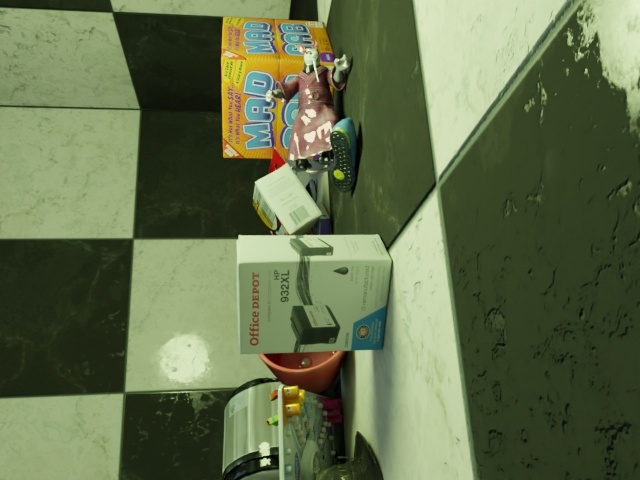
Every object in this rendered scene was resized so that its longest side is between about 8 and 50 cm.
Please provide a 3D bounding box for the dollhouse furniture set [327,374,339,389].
[{"bbox_3d":[-0.016,0.394,1.863,0.144,0.123,0.151,102,166,-57],"label":"dollhouse furniture set"}]

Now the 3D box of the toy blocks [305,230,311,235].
[{"bbox_3d":[-0.039,-0.017,2.270,0.123,0.054,0.148,-98,11,-48],"label":"toy blocks"}]

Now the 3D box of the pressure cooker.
[{"bbox_3d":[-0.147,0.712,1.923,0.420,0.376,0.369,-98,14,-49],"label":"pressure cooker"}]

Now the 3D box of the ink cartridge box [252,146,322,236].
[{"bbox_3d":[-0.141,-0.135,1.973,0.271,0.130,0.309,56,167,4],"label":"ink cartridge box"}]

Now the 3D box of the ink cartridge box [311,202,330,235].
[{"bbox_3d":[0.000,0.000,2.016,0.208,0.045,0.206,-106,18,-67],"label":"ink cartridge box"}]

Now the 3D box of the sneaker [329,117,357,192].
[{"bbox_3d":[0.069,-0.219,1.508,0.082,0.069,0.209,-55,-28,-39],"label":"sneaker"}]

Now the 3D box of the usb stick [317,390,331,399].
[{"bbox_3d":[-0.036,0.444,1.850,0.278,0.045,0.077,51,156,23],"label":"usb stick"}]

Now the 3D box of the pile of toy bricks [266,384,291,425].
[{"bbox_3d":[-0.098,0.486,1.612,0.212,0.105,0.118,50,-168,-55],"label":"pile of toy bricks"}]

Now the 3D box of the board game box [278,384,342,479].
[{"bbox_3d":[-0.008,0.592,1.518,0.390,0.050,0.389,45,-142,-62],"label":"board game box"}]

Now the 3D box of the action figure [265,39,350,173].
[{"bbox_3d":[0.000,-0.396,1.694,0.276,0.248,0.370,10,-102,-71],"label":"action figure"}]

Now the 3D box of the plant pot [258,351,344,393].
[{"bbox_3d":[-0.045,0.303,1.664,0.243,0.275,0.274,85,179,-52],"label":"plant pot"}]

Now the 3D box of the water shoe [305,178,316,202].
[{"bbox_3d":[-0.062,-0.164,2.332,0.203,0.080,0.072,100,166,-53],"label":"water shoe"}]

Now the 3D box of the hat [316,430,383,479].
[{"bbox_3d":[0.053,0.607,1.356,0.331,0.134,0.331,-179,90,-82],"label":"hat"}]

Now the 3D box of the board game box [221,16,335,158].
[{"bbox_3d":[-0.158,-0.526,2.012,0.356,0.357,0.356,-99,13,-49],"label":"board game box"}]

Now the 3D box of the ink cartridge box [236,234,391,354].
[{"bbox_3d":[-0.022,0.112,1.230,0.129,0.308,0.223,-106,17,-63],"label":"ink cartridge box"}]
